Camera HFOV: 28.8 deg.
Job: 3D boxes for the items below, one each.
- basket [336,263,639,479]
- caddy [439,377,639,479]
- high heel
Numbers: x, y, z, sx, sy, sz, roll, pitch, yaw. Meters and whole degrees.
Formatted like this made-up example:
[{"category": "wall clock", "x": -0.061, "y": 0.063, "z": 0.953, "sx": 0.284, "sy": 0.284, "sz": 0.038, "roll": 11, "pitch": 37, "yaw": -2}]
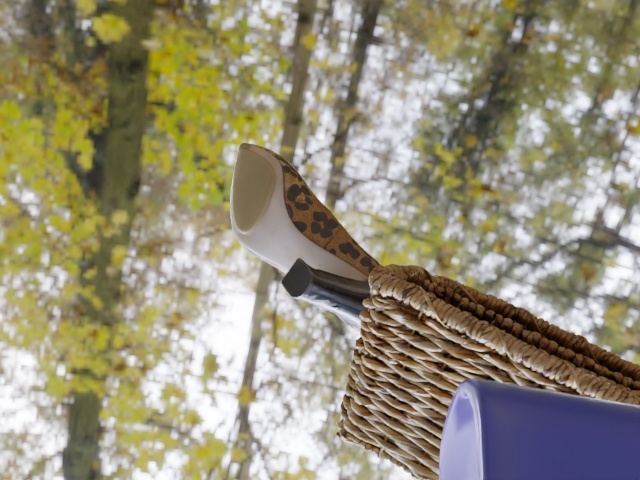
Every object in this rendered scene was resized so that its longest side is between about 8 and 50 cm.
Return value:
[{"category": "basket", "x": 0.197, "y": 0.123, "z": 1.218, "sx": 0.299, "sy": 0.223, "sz": 0.213, "roll": 26, "pitch": -140, "yaw": 19}, {"category": "caddy", "x": 0.127, "y": 0.213, "z": 0.536, "sx": 0.179, "sy": 0.241, "sz": 0.341, "roll": 12, "pitch": -151, "yaw": -1}, {"category": "high heel", "x": 0.000, "y": 0.000, "z": 1.393, "sx": 0.186, "sy": 0.093, "sz": 0.261, "roll": 24, "pitch": -152, "yaw": -41}]
